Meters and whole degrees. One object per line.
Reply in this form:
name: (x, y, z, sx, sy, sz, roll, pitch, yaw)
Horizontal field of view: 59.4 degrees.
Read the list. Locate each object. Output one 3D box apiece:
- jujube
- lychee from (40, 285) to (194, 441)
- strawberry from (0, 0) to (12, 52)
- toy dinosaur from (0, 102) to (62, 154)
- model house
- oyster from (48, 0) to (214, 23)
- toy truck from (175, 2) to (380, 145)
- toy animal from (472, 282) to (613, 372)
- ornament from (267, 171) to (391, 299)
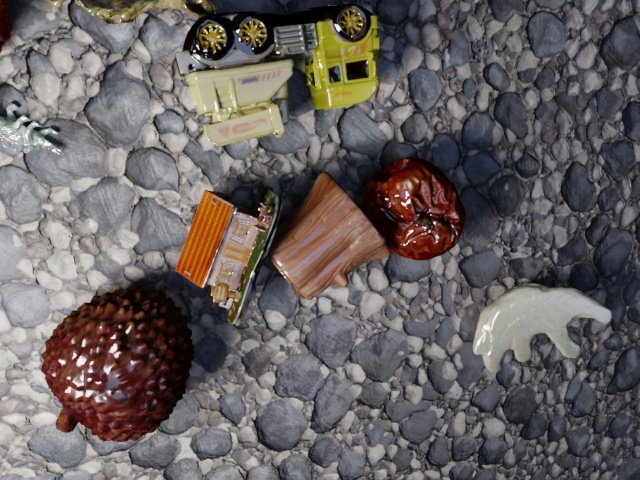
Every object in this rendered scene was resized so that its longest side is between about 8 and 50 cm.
jujube: (0.215, -0.070, 1.302, 0.213, 0.213, 0.232, -37, 108, -4)
lychee: (-0.415, 0.255, 1.164, 0.330, 0.306, 0.306, -49, 115, -29)
strawberry: (-0.657, -0.375, 0.948, 0.274, 0.274, 0.220, -36, 150, -4)
toy dinosaur: (-0.608, -0.226, 1.097, 0.209, 0.039, 0.082, 37, 94, -21)
model house: (-0.207, 0.011, 1.195, 0.154, 0.207, 0.293, 19, 99, -17)
oyster: (-0.356, -0.502, 1.044, 0.337, 0.133, 0.197, -6, 95, -22)
toy truck: (-0.079, -0.343, 1.145, 0.406, 0.180, 0.253, -12, 106, -12)
toy animal: (0.569, 0.224, 1.529, 0.266, 0.188, 0.307, 29, 107, -1)
ornament: (0.000, 0.000, 1.252, 0.218, 0.221, 0.235, -39, 99, 0)
